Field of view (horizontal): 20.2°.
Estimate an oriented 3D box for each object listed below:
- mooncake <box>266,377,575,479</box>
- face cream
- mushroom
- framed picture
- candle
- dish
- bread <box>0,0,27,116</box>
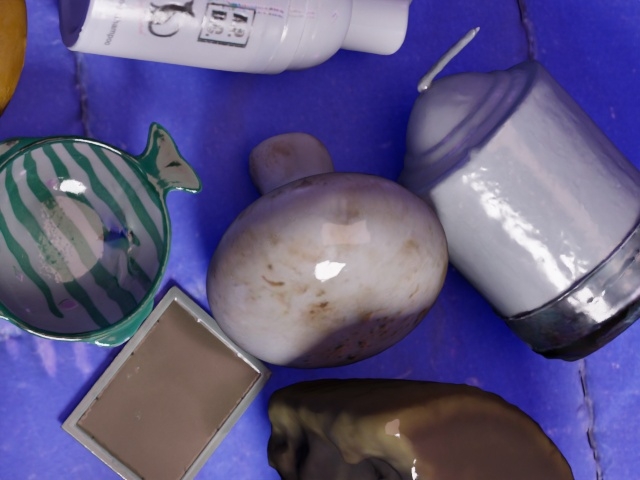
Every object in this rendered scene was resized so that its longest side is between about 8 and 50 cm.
[{"bbox_3d":[0.064,0.334,1.747,0.393,0.246,0.394,47,72,-23],"label":"mooncake"},{"bbox_3d":[-0.063,-0.238,1.777,0.369,0.145,0.145,4,86,-21],"label":"face cream"},{"bbox_3d":[0.000,0.000,1.773,0.243,0.243,0.243,1,87,-23],"label":"mushroom"},{"bbox_3d":[-0.152,0.158,1.795,0.142,0.011,0.183,42,73,-15],"label":"framed picture"},{"bbox_3d":[0.207,-0.050,1.848,0.342,0.221,0.221,45,72,-11],"label":"candle"},{"bbox_3d":[-0.236,-0.011,1.731,0.246,0.078,0.224,-38,102,-19],"label":"dish"},{"bbox_3d":[-0.336,-0.185,1.703,0.114,0.077,0.189,16,84,-17],"label":"bread"}]
